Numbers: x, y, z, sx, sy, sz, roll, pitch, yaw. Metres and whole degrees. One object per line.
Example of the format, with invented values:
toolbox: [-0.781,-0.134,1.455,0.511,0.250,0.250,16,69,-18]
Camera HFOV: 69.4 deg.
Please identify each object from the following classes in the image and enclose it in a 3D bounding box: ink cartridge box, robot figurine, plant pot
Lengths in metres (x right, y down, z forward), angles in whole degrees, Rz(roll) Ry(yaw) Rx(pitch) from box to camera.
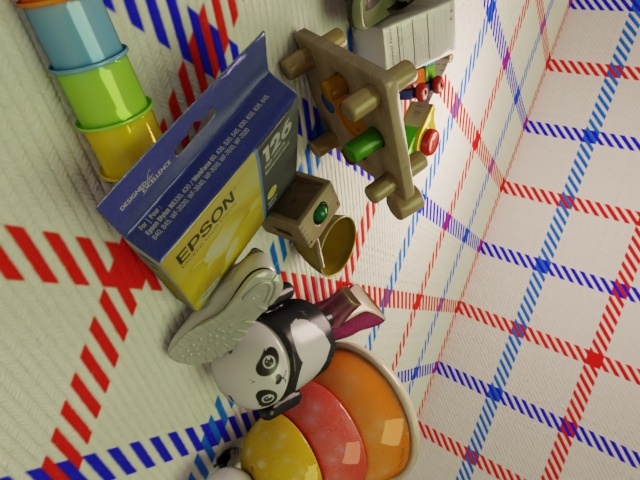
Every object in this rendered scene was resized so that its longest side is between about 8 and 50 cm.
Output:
ink cartridge box: [-0.133,-0.074,0.655,0.303,0.072,0.307,-55,172,-20]
robot figurine: [-0.079,0.212,0.901,0.173,0.209,0.278,-45,163,31]
plant pot: [0.000,0.000,0.979,0.134,0.095,0.134,-35,135,-45]

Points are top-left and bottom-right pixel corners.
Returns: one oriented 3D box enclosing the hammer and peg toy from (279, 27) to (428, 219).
hammer and peg toy: [0.069,-0.186,0.848,0.127,0.266,0.361,-36,141,-10]

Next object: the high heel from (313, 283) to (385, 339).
high heel: [0.050,0.208,1.214,0.181,0.127,0.377,-41,154,8]

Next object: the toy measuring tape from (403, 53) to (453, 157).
toy measuring tape: [0.273,-0.318,1.206,0.121,0.122,0.329,34,79,-58]

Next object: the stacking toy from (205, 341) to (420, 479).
stacking toy: [-0.051,0.454,1.002,0.480,0.351,0.350,-16,121,-40]

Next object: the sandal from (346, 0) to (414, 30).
sandal: [0.155,-0.480,0.852,0.302,0.086,0.120,-54,146,-24]

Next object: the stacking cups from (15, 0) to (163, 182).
stacking cups: [-0.252,-0.211,0.467,0.096,0.096,0.316,-47,141,-32]

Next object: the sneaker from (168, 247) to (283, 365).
sneaker: [-0.166,0.114,0.784,0.235,0.094,0.090,-41,135,4]

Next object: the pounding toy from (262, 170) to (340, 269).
pounding toy: [-0.032,-0.042,0.860,0.130,0.141,0.100,-56,147,-21]

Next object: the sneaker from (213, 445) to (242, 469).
sneaker: [-0.211,0.496,1.002,0.069,0.038,0.098,40,64,-56]

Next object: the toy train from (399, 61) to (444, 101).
toy train: [0.186,-0.386,1.050,0.248,0.105,0.143,-35,125,-43]

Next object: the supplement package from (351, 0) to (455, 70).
supplement package: [0.169,-0.409,0.931,0.180,0.105,0.105,-28,130,-17]
